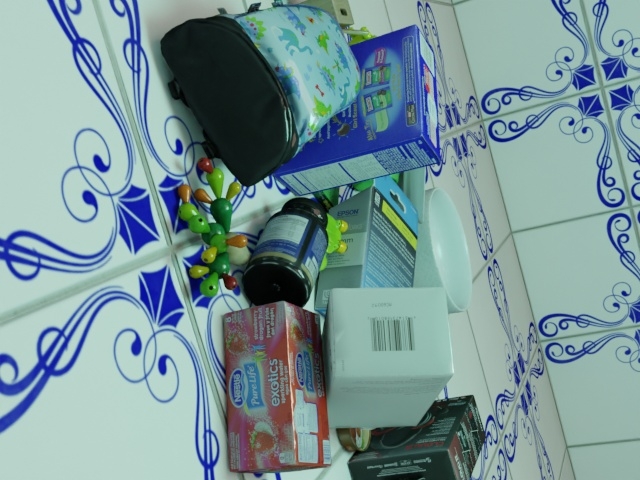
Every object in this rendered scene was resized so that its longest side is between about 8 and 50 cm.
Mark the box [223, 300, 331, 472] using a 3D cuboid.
[{"bbox_3d":[-0.070,0.239,1.326,0.128,0.122,0.257,29,52,-59],"label":"box"}]

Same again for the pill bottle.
[{"bbox_3d":[-0.053,0.020,1.475,0.123,0.122,0.219,63,28,-28],"label":"pill bottle"}]

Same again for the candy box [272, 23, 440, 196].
[{"bbox_3d":[0.068,-0.253,1.642,0.122,0.317,0.268,44,41,-53],"label":"candy box"}]

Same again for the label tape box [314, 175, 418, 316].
[{"bbox_3d":[0.110,0.036,1.796,0.249,0.115,0.348,44,46,-50],"label":"label tape box"}]

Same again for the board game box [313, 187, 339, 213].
[{"bbox_3d":[0.008,-0.201,1.838,0.136,0.030,0.260,54,33,-45],"label":"board game box"}]

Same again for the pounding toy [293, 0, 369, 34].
[{"bbox_3d":[0.020,-0.503,1.892,0.141,0.130,0.100,-30,105,-65],"label":"pounding toy"}]

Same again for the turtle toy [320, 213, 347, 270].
[{"bbox_3d":[0.000,0.000,1.669,0.095,0.066,0.130,25,56,-32],"label":"turtle toy"}]

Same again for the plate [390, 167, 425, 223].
[{"bbox_3d":[0.197,-0.202,2.040,0.277,0.045,0.278,-130,-143,-71],"label":"plate"}]

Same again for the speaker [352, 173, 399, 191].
[{"bbox_3d":[0.116,-0.275,1.992,0.131,0.131,0.297,22,58,-61],"label":"speaker"}]

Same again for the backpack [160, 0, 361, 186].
[{"bbox_3d":[-0.079,-0.284,1.461,0.290,0.273,0.355,60,14,-4],"label":"backpack"}]

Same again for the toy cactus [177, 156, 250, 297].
[{"bbox_3d":[-0.153,-0.009,1.321,0.180,0.112,0.219,49,27,-63],"label":"toy cactus"}]

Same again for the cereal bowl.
[{"bbox_3d":[0.286,0.037,2.185,0.339,0.141,0.339,42,41,-52],"label":"cereal bowl"}]

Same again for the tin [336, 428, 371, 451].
[{"bbox_3d":[0.067,0.336,1.686,0.106,0.040,0.190,40,43,-48],"label":"tin"}]

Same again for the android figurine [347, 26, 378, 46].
[{"bbox_3d":[0.163,-0.434,2.092,0.056,0.248,0.273,-49,118,-11],"label":"android figurine"}]

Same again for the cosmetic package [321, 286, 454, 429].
[{"bbox_3d":[0.099,0.217,1.439,0.366,0.196,0.155,102,-13,-65],"label":"cosmetic package"}]

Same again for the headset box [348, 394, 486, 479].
[{"bbox_3d":[0.203,0.440,1.705,0.293,0.218,0.110,-33,107,-64],"label":"headset box"}]
